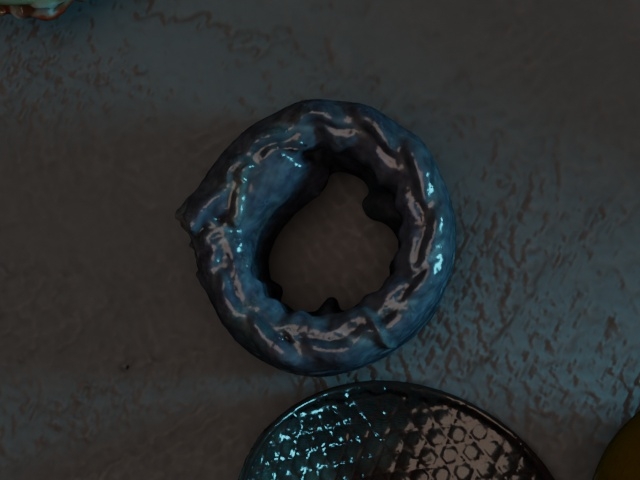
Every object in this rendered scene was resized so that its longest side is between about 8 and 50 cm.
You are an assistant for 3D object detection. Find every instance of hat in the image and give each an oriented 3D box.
[{"bbox_3d":[0.039,0.176,0.935,0.193,0.082,0.193,8,53,-11],"label":"hat"}]

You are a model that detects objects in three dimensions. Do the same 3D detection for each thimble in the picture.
[{"bbox_3d":[0.002,-0.001,0.940,0.150,0.098,0.150,0,85,6],"label":"thimble"}]

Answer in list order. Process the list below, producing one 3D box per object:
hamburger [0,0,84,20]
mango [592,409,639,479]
[{"bbox_3d":[-0.200,-0.266,0.964,0.295,0.151,0.227,39,85,13],"label":"hamburger"},{"bbox_3d":[0.211,0.182,0.888,0.151,0.120,0.221,1,88,15],"label":"mango"}]
